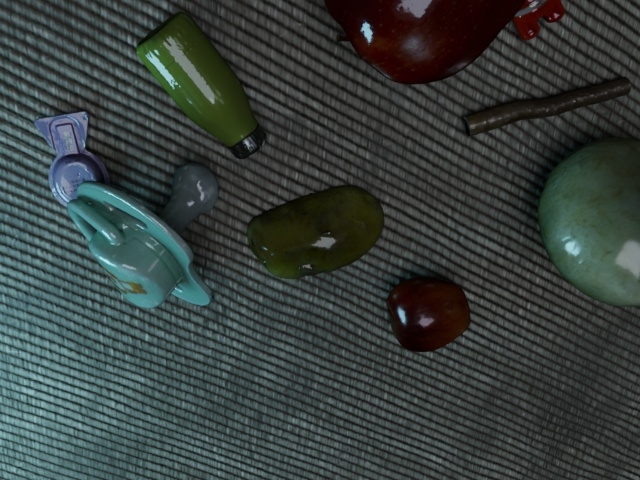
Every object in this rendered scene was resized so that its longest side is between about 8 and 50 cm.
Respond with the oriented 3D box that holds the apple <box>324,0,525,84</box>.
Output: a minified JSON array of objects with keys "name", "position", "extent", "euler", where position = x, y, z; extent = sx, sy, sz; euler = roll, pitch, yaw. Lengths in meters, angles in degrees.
[{"name":"apple","position":[0.167,-0.400,1.174],"extent":[0.317,0.288,0.288],"euler":[-41,114,14]}]

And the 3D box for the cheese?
[{"name":"cheese","position":[-0.437,-0.133,1.324],"extent":[0.105,0.042,0.191],"euler":[-10,114,-7]}]

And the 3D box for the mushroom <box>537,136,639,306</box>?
[{"name":"mushroom","position":[0.581,-0.034,1.422],"extent":[0.351,0.353,0.260],"euler":[14,154,-15]}]

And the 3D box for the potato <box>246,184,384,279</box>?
[{"name":"potato","position":[0.000,0.000,1.424],"extent":[0.271,0.111,0.160],"euler":[-18,114,-2]}]

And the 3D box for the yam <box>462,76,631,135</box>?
[{"name":"yam","position":[0.433,-0.259,1.418],"extent":[0.326,0.045,0.045],"euler":[-15,84,-4]}]

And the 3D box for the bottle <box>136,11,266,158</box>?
[{"name":"bottle","position":[-0.193,-0.256,1.272],"extent":[0.112,0.112,0.260],"euler":[-35,115,7]}]

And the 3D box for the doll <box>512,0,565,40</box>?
[{"name":"doll","position":[0.342,-0.470,1.291],"extent":[0.142,0.076,0.245],"euler":[-36,119,6]}]

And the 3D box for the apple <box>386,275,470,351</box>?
[{"name":"apple","position":[0.223,0.147,1.512],"extent":[0.158,0.147,0.156],"euler":[-15,94,-4]}]

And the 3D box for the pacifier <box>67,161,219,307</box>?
[{"name":"pacifier","position":[-0.289,-0.032,1.318],"extent":[0.288,0.269,0.343],"euler":[26,153,17]}]
